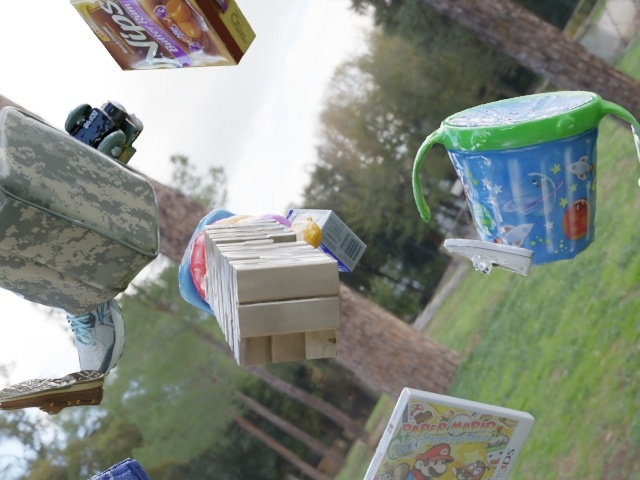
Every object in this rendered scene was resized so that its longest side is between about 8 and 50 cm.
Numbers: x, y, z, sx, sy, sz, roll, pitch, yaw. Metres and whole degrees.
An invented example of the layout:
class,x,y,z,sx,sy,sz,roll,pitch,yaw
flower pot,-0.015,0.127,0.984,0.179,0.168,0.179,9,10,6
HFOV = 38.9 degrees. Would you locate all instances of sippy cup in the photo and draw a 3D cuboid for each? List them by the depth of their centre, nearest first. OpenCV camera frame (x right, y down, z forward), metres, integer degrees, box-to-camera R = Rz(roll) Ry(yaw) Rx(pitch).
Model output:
class,x,y,z,sx,sy,sz,roll,pitch,yaw
sippy cup,0.311,-0.088,1.350,0.240,0.305,0.224,-24,-70,-40

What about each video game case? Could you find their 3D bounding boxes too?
class,x,y,z,sx,sy,sz,roll,pitch,yaw
video game case,0.183,0.329,1.336,0.207,0.226,0.026,-69,24,14

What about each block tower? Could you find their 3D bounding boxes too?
class,x,y,z,sx,sy,sz,roll,pitch,yaw
block tower,-0.061,0.042,0.919,0.335,0.097,0.091,-146,54,-77

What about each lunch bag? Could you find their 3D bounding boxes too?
class,x,y,z,sx,sy,sz,roll,pitch,yaw
lunch bag,-0.435,-0.017,1.381,0.256,0.305,0.213,-43,40,25

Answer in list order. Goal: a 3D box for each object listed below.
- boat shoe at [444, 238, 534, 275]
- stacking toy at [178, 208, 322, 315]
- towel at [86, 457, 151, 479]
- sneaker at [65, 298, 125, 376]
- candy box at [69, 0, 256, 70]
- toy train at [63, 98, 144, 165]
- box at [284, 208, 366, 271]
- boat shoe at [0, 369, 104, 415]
class,x,y,z,sx,sy,sz,roll,pitch,yaw
boat shoe,0.187,0.020,1.014,0.035,0.100,0.035,32,-112,-77
stacking toy,-0.085,0.021,1.389,0.301,0.165,0.175,-21,44,59
towel,-0.437,0.560,1.722,0.335,0.243,0.040,-26,26,9
sneaker,-0.434,0.118,1.647,0.122,0.110,0.283,-11,-77,-62
candy box,-0.175,-0.244,0.997,0.109,0.186,0.053,55,-126,-41
toy train,-0.506,-0.151,1.919,0.334,0.142,0.190,-52,-10,6
box,0.000,0.000,1.866,0.137,0.126,0.072,4,57,50
boat shoe,-0.441,0.259,1.483,0.064,0.177,0.060,23,116,60
